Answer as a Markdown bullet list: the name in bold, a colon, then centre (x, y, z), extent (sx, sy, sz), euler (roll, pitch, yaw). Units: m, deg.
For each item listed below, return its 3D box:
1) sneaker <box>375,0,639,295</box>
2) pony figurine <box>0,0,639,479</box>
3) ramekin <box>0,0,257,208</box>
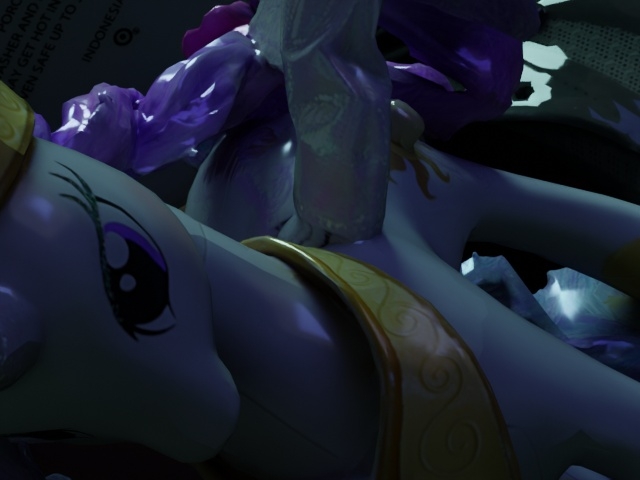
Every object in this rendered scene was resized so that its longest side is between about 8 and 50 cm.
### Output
- **sneaker**: centre (0.070, -0.076, 0.809), extent (0.202, 0.185, 0.483), euler (-23, 45, -19)
- **pony figurine**: centre (0.000, 0.000, 0.499), extent (0.363, 0.303, 0.351), euler (27, 19, -28)
- **ramekin**: centre (-0.113, -0.116, 0.726), extent (0.272, 0.273, 0.127), euler (7, 31, -32)
